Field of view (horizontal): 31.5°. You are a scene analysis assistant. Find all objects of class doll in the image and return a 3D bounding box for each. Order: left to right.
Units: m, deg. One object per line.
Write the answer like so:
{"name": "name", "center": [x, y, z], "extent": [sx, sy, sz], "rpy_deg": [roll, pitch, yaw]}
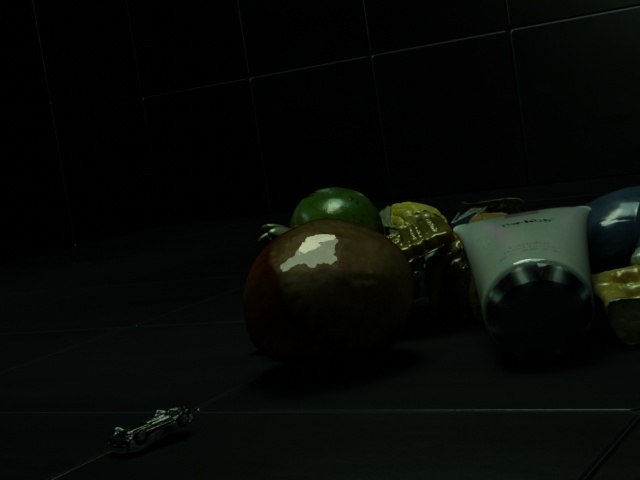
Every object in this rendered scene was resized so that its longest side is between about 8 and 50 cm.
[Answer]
{"name": "doll", "center": [0.453, -0.003, 1.542], "extent": [0.228, 0.154, 0.258], "rpy_deg": [-21, 0, -39]}

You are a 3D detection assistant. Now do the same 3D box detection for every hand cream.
{"name": "hand cream", "center": [0.253, 0.022, 1.372], "extent": [0.185, 0.118, 0.358], "rpy_deg": [-11, 18, 10]}

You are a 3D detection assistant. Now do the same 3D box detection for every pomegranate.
{"name": "pomegranate", "center": [0.001, -0.001, 1.993], "extent": [0.225, 0.187, 0.187], "rpy_deg": [-6, 4, -25]}

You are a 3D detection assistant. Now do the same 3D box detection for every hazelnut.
{"name": "hazelnut", "center": [0.008, 0.069, 1.360], "extent": [0.214, 0.176, 0.214], "rpy_deg": [-10, -23, -4]}

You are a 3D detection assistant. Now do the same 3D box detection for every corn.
{"name": "corn", "center": [0.171, -0.008, 2.104], "extent": [0.122, 0.123, 0.305], "rpy_deg": [-12, 4, -2]}

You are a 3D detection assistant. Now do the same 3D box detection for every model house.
{"name": "model house", "center": [0.300, -0.007, 2.071], "extent": [0.167, 0.117, 0.088], "rpy_deg": [0, 26, 48]}

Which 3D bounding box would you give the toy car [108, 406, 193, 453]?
{"name": "toy car", "center": [-0.167, 0.189, 1.130], "extent": [0.093, 0.025, 0.041], "rpy_deg": [-18, 12, -41]}

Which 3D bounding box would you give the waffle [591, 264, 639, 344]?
{"name": "waffle", "center": [0.451, 0.058, 1.292], "extent": [0.274, 0.057, 0.168], "rpy_deg": [-8, 10, 6]}

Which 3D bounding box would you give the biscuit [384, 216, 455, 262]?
{"name": "biscuit", "center": [0.098, 0.014, 1.576], "extent": [0.172, 0.029, 0.254], "rpy_deg": [-24, 5, 4]}

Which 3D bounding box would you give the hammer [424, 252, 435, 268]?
{"name": "hammer", "center": [0.264, 0.039, 1.807], "extent": [0.194, 0.069, 0.116], "rpy_deg": [-5, 4, -12]}

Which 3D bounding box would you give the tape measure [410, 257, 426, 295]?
{"name": "tape measure", "center": [0.051, 0.047, 1.822], "extent": [0.186, 0.112, 0.199], "rpy_deg": [-13, 5, -20]}

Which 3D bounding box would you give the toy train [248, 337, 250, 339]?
{"name": "toy train", "center": [-0.008, 0.094, 1.577], "extent": [0.159, 0.101, 0.248], "rpy_deg": [8, 8, 5]}

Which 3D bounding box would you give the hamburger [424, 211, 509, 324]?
{"name": "hamburger", "center": [0.237, 0.030, 1.608], "extent": [0.124, 0.131, 0.262], "rpy_deg": [-6, 11, 24]}
